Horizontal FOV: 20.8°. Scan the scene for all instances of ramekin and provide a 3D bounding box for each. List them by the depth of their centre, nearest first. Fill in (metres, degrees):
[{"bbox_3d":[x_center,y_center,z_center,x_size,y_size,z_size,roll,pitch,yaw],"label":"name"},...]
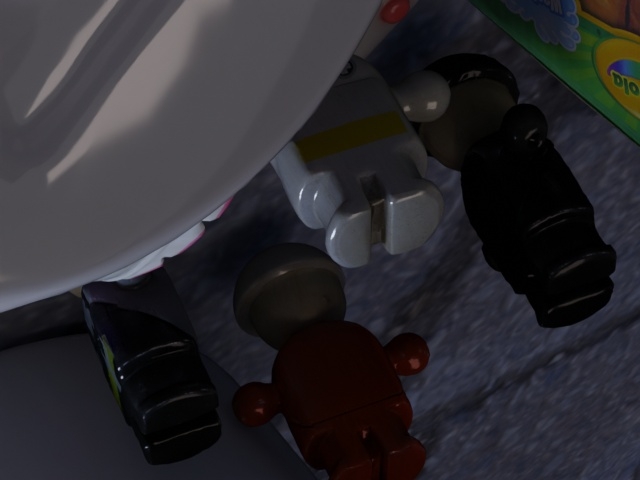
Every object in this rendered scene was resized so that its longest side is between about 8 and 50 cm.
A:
[{"bbox_3d":[-0.103,-0.114,0.429,0.277,0.135,0.277,-17,122,-30],"label":"ramekin"}]

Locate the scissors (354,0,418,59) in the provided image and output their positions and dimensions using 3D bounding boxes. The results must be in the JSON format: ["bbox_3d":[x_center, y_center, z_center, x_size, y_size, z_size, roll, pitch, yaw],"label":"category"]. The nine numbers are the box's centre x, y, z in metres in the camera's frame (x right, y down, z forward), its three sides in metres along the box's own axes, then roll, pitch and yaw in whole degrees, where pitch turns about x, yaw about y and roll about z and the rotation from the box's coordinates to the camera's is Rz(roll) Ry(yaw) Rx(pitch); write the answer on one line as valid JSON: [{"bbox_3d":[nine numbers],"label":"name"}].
[{"bbox_3d":[0.051,-0.121,0.812,0.109,0.021,0.297,-2,133,-47],"label":"scissors"}]

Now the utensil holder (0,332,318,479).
[{"bbox_3d":[-0.068,0.278,0.816,0.328,0.385,0.327,-22,137,-22],"label":"utensil holder"}]

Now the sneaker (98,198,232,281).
[{"bbox_3d":[-0.082,-0.088,0.641,0.111,0.103,0.252,-9,132,-37],"label":"sneaker"}]

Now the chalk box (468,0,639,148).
[{"bbox_3d":[0.162,-0.156,0.689,0.179,0.180,0.289,-28,139,-19],"label":"chalk box"}]

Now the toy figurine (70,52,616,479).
[{"bbox_3d":[0.000,0.000,0.789,0.209,0.148,0.213,17,125,-44],"label":"toy figurine"}]
